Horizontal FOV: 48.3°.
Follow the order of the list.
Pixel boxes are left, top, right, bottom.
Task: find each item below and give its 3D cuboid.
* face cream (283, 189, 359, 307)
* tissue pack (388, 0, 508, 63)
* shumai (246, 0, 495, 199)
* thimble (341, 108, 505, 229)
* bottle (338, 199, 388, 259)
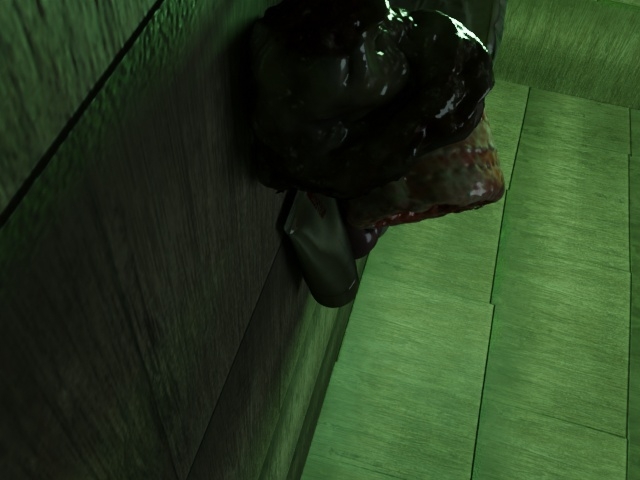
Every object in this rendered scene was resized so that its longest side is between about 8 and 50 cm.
[{"bbox_3d":[0.000,0.000,1.015,0.341,0.084,0.137,73,34,-63],"label":"face cream"},{"bbox_3d":[0.175,-0.338,1.131,0.380,0.207,0.297,51,49,-81],"label":"tissue pack"},{"bbox_3d":[0.011,-0.148,0.598,0.184,0.218,0.185,-46,117,-23],"label":"shumai"},{"bbox_3d":[0.133,-0.111,1.015,0.239,0.239,0.162,20,59,-83],"label":"thimble"},{"bbox_3d":[0.071,-0.063,1.244,0.253,0.121,0.120,-64,166,-51],"label":"bottle"}]
